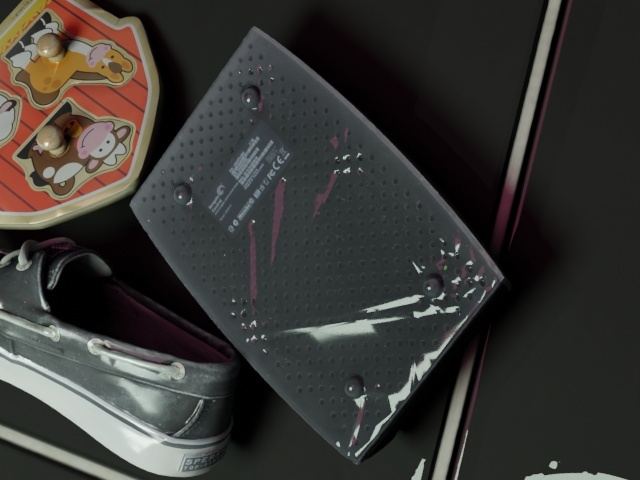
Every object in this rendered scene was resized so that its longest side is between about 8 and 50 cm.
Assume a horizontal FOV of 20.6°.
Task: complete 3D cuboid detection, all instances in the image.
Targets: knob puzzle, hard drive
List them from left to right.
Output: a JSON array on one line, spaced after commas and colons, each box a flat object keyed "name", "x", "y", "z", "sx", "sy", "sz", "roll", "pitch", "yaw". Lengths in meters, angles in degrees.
[{"name": "knob puzzle", "x": -0.193, "y": -0.089, "z": 1.240, "sx": 0.213, "sy": 0.030, "sz": 0.213, "roll": -9, "pitch": 59, "yaw": 16}, {"name": "hard drive", "x": 0.000, "y": 0.000, "z": 1.129, "sx": 0.254, "sy": 0.054, "sz": 0.172, "roll": 47, "pitch": 111, "yaw": 29}]

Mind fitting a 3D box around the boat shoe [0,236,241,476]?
[{"name": "boat shoe", "x": -0.181, "y": 0.046, "z": 1.194, "sx": 0.301, "sy": 0.108, "sz": 0.102, "roll": 29, "pitch": 120, "yaw": 26}]
